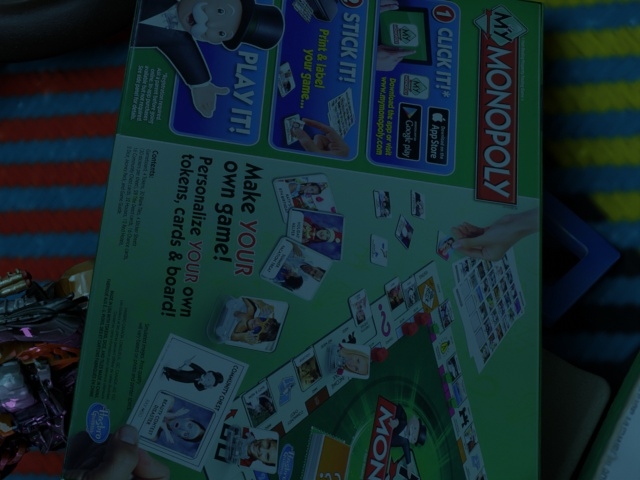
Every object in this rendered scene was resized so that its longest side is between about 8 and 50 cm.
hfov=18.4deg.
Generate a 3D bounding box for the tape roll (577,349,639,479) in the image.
[{"bbox_3d":[0.191,0.058,0.811,0.077,0.321,0.321,28,97,1],"label":"tape roll"}]

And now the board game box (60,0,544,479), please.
[{"bbox_3d":[0.000,0.000,0.954,0.214,0.046,0.317,9,55,-6],"label":"board game box"}]

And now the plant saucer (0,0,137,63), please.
[{"bbox_3d":[-0.189,-0.248,1.107,0.311,0.050,0.310,-1,105,-4],"label":"plant saucer"}]

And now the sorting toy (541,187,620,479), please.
[{"bbox_3d":[0.019,0.095,0.953,0.196,0.047,0.347,29,55,6],"label":"sorting toy"}]

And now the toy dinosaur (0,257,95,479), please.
[{"bbox_3d":[-0.120,0.079,1.027,0.322,0.218,0.164,10,66,-6],"label":"toy dinosaur"}]
